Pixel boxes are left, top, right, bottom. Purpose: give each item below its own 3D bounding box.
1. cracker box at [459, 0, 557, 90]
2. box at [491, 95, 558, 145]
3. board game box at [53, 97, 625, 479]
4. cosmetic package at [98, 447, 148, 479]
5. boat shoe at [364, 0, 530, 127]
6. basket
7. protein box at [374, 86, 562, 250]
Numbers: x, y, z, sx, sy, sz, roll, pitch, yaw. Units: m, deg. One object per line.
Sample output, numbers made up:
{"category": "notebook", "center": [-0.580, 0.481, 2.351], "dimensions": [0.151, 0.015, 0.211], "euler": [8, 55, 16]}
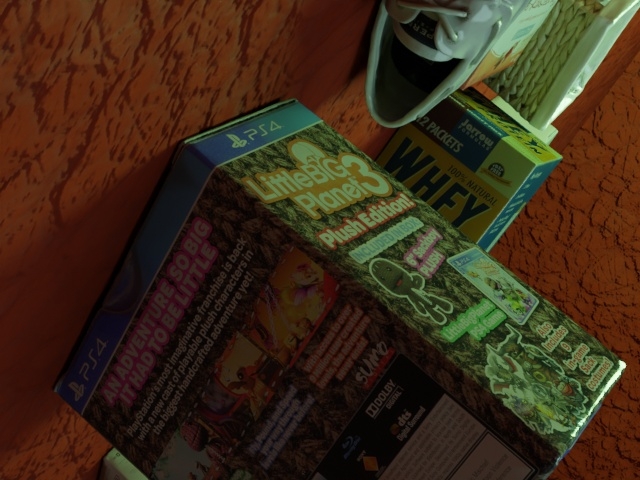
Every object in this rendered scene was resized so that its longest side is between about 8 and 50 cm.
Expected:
{"category": "cracker box", "center": [0.181, -0.246, 0.999], "dimensions": [0.232, 0.067, 0.156], "euler": [-58, 168, 28]}
{"category": "box", "center": [0.200, -0.060, 1.618], "dimensions": [0.113, 0.094, 0.275], "euler": [-37, 162, -53]}
{"category": "board game box", "center": [0.005, 0.092, 0.792], "dimensions": [0.141, 0.291, 0.232], "euler": [-31, 158, -56]}
{"category": "cosmetic package", "center": [-0.175, 0.278, 1.183], "dimensions": [0.060, 0.099, 0.239], "euler": [-44, 166, -35]}
{"category": "boat shoe", "center": [0.087, -0.166, 0.829], "dimensions": [0.088, 0.096, 0.267], "euler": [-51, 178, -26]}
{"category": "basket", "center": [0.259, -0.224, 1.295], "dimensions": [0.113, 0.103, 0.167], "euler": [-42, 166, -41]}
{"category": "protein box", "center": [0.136, -0.047, 1.283], "dimensions": [0.201, 0.136, 0.200], "euler": [-54, 168, 17]}
